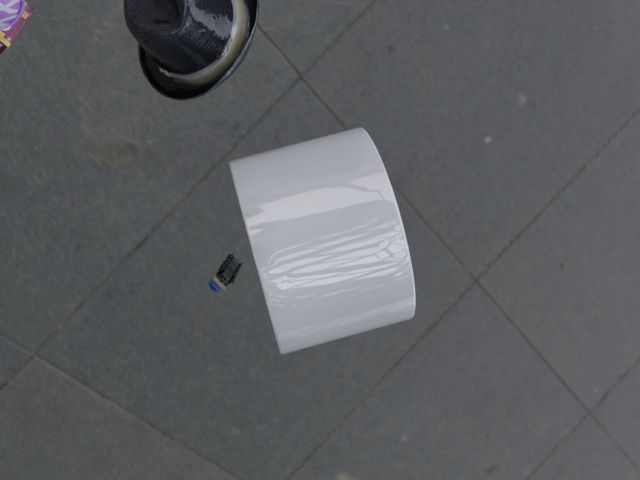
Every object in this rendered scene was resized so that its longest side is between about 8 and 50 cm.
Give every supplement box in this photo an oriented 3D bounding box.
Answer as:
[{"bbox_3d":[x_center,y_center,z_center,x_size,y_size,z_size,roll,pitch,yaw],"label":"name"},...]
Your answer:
[{"bbox_3d":[-0.455,-0.311,1.144,0.055,0.043,0.083,38,52,-27],"label":"supplement box"}]

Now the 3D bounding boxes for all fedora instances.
[{"bbox_3d":[-0.281,-0.443,1.574,0.334,0.334,0.152,-57,144,5],"label":"fedora"}]

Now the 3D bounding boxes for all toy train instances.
[{"bbox_3d":[-0.130,0.044,1.090,0.036,0.158,0.027,-41,96,3],"label":"toy train"}]

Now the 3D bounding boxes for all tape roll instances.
[{"bbox_3d":[0.000,0.000,0.979,0.169,0.246,0.246,-15,121,-4],"label":"tape roll"}]

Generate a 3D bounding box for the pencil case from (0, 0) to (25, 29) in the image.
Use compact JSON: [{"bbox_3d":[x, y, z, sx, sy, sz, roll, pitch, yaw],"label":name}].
[{"bbox_3d":[-0.429,-0.349,0.972,0.088,0.206,0.086,-14,160,-33],"label":"pencil case"}]
